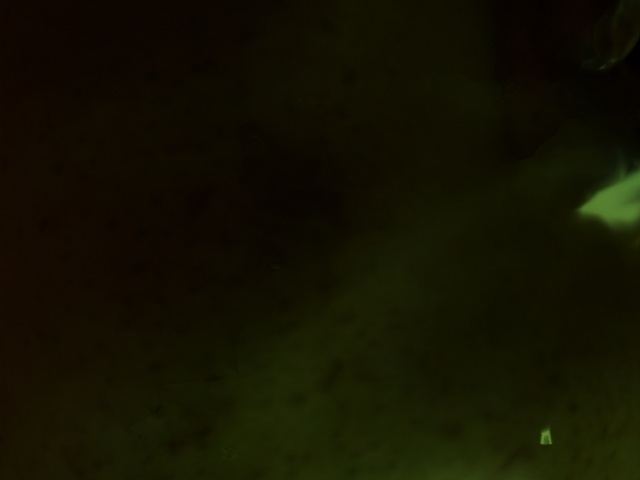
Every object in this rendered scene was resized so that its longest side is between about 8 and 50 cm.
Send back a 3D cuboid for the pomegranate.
[{"bbox_3d":[0.000,0.000,0.503,0.417,0.416,0.416,-23,171,-4],"label":"pomegranate"}]
